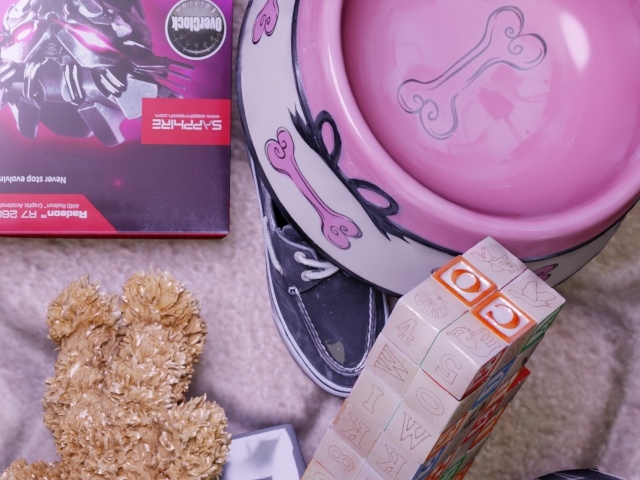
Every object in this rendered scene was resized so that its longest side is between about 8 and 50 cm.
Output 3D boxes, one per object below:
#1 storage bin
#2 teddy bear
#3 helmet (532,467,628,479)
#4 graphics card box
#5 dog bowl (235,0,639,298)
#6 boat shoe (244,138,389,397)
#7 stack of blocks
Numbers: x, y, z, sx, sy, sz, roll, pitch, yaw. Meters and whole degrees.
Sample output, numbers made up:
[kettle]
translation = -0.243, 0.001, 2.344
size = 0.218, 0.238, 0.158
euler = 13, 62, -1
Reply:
[storage bin]
translation = -0.068, 0.223, 1.645
size = 0.135, 0.098, 0.091
euler = -13, 80, -6
[teddy bear]
translation = -0.181, 0.187, 1.581
size = 0.245, 0.113, 0.337
euler = 12, 87, 27
[helmet]
translation = 0.231, 0.287, 1.634
size = 0.169, 0.161, 0.169
euler = 0, 89, -6
[graphics card box]
translation = -0.196, -0.186, 1.605
size = 0.233, 0.094, 0.370
euler = 1, 93, -14
[dog bowl]
translation = 0.139, -0.150, 1.586
size = 0.408, 0.150, 0.407
euler = 4, 76, -17
[boat shoe]
translation = 0.000, 0.000, 1.645
size = 0.108, 0.102, 0.301
euler = -11, 90, -6
[stack of blocks]
translation = 0.095, 0.136, 1.534
size = 0.087, 0.297, 0.171
euler = 41, 45, 16
